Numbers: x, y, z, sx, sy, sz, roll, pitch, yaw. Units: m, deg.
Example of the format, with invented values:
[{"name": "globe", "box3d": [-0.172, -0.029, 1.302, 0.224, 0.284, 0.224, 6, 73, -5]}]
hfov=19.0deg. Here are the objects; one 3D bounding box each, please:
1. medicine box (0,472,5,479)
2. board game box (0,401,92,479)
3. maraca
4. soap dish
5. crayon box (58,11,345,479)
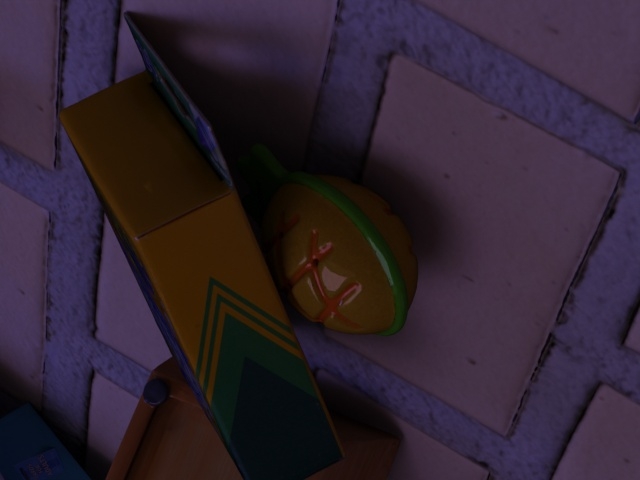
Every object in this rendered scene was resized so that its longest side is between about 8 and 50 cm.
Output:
[{"name": "medicine box", "box3d": [-0.459, 0.228, 1.948, 0.289, 0.149, 0.263, 57, 149, 11]}, {"name": "board game box", "box3d": [-0.245, 0.365, 1.977, 0.336, 0.079, 0.254, 48, 148, 17]}, {"name": "maraca", "box3d": [0.000, 0.000, 1.404, 0.185, 0.099, 0.127, 37, 146, 35]}, {"name": "soap dish", "box3d": [-0.092, 0.259, 1.616, 0.229, 0.291, 0.118, 20, 174, 25]}, {"name": "crayon box", "box3d": [-0.097, 0.014, 1.435, 0.203, 0.083, 0.323, 53, 166, 53]}]
